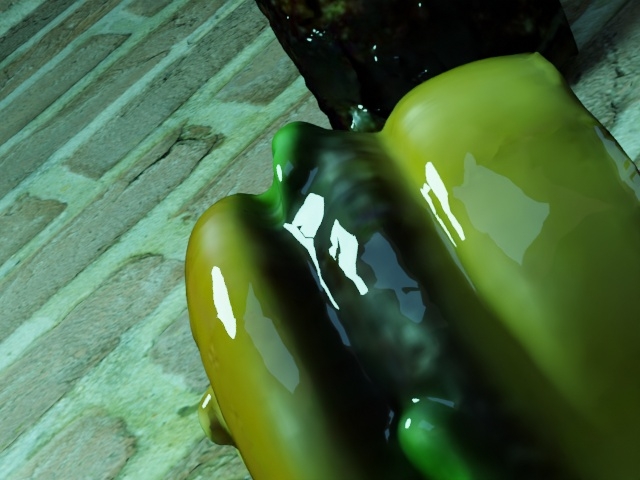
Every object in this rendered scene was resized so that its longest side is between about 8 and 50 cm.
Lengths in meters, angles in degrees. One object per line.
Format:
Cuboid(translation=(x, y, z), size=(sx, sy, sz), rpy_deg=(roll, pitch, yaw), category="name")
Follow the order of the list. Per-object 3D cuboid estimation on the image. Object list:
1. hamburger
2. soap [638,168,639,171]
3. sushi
Cuboid(translation=(0.083, 0.095, 0.786), size=(0.277, 0.395, 0.395), rpy_deg=(-30, 29, 4), category="hamburger")
Cuboid(translation=(0.337, -0.028, 1.032), size=(0.250, 0.099, 0.162), rpy_deg=(-45, 31, -19), category="soap")
Cuboid(translation=(0.088, -0.267, 1.437), size=(0.299, 0.294, 0.281), rpy_deg=(-38, 29, -9), category="sushi")
